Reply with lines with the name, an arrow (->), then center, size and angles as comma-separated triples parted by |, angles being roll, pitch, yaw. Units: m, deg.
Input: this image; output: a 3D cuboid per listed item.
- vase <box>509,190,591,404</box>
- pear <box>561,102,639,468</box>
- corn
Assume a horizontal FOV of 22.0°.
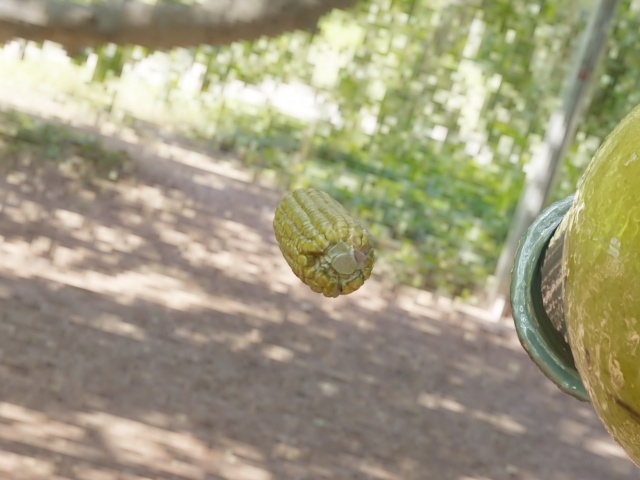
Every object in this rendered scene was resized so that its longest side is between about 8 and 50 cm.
vase -> 0.316, 0.008, 1.539 | 0.245, 0.245, 0.291 | 17, -21, 3
pear -> 0.323, 0.031, 1.061 | 0.348, 0.348, 0.348 | 17, 8, -2
corn -> 0.000, 0.000, 1.536 | 0.080, 0.080, 0.238 | 15, 6, -12
